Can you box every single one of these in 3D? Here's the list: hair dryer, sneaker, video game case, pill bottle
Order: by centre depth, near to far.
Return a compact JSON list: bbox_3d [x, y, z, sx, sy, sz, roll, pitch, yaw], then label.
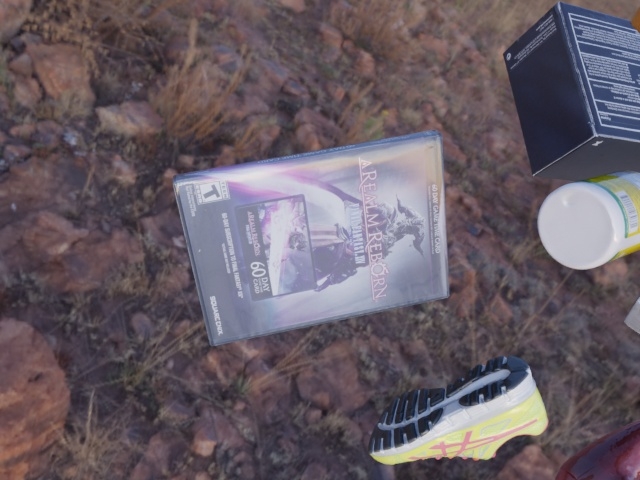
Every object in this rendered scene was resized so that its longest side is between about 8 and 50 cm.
[{"bbox_3d":[0.000,0.000,0.726,0.274,0.196,0.026,-11,26,-6],"label":"video game case"},{"bbox_3d":[0.146,0.205,0.730,0.094,0.209,0.081,51,30,-19],"label":"sneaker"},{"bbox_3d":[0.427,0.362,0.932,0.080,0.224,0.293,55,49,-30],"label":"hair dryer"},{"bbox_3d":[0.406,-0.035,0.951,0.208,0.117,0.117,-14,50,-39],"label":"pill bottle"}]

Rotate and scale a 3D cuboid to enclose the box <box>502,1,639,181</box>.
[{"bbox_3d":[0.556,-0.277,1.367,0.296,0.183,0.294,4,66,-25],"label":"box"}]

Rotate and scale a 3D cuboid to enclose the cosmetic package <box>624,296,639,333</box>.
[{"bbox_3d":[0.762,0.129,1.419,0.184,0.151,0.151,-45,64,-9],"label":"cosmetic package"}]

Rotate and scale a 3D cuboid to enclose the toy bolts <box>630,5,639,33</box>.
[{"bbox_3d":[0.502,-0.245,0.786,0.218,0.158,0.228,-5,53,-51],"label":"toy bolts"}]
